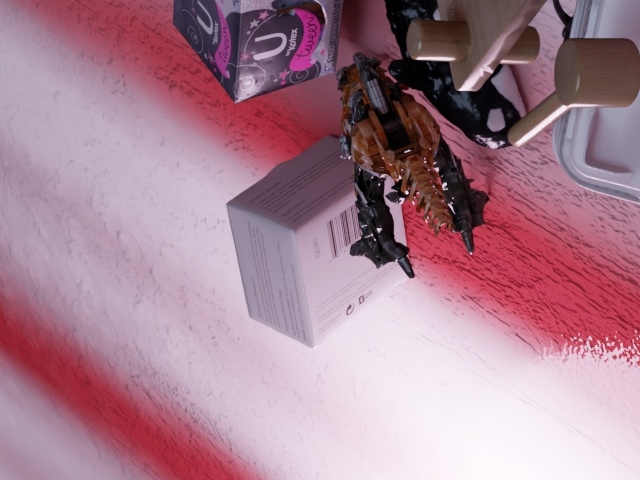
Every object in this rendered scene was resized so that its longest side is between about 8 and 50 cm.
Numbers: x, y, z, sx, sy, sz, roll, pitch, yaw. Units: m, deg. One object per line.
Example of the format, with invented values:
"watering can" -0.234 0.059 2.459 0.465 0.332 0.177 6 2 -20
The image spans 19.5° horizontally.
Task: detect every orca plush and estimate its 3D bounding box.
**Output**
"orca plush" 0.118 -0.213 1.994 0.151 0.102 0.287 2 121 51

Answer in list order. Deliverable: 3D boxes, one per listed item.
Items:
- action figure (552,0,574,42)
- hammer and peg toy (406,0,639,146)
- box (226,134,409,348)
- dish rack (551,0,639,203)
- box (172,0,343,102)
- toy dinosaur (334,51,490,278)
"action figure" 0.310 -0.177 1.752 0.276 0.141 0.164 15 132 40
"hammer and peg toy" 0.158 -0.249 1.651 0.266 0.127 0.361 126 139 -59
"box" 0.000 0.000 2.262 0.119 0.181 0.182 24 137 39
"dish rack" 0.350 -0.162 1.616 0.286 0.072 0.332 15 115 16
"box" -0.068 -0.305 2.075 0.163 0.142 0.247 53 152 35
"toy dinosaur" 0.080 -0.085 2.050 0.164 0.322 0.218 -10 122 15
